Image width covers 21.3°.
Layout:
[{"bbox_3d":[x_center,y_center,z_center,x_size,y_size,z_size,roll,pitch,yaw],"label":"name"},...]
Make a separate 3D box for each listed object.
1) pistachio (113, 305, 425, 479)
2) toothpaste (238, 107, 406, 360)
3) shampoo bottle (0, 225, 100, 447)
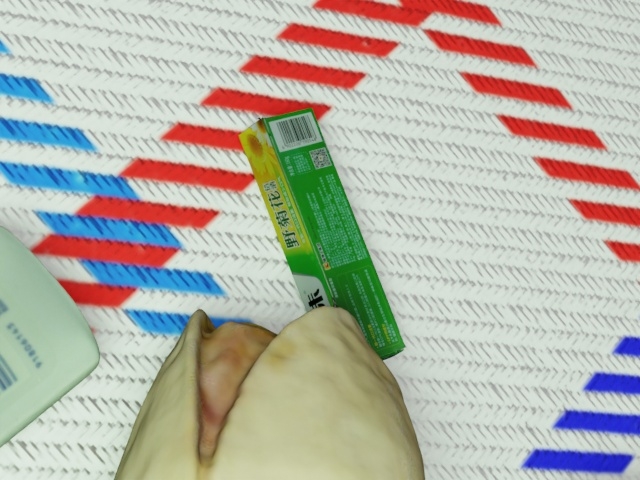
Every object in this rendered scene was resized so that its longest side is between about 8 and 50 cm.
[{"bbox_3d":[-0.037,0.157,0.955,0.188,0.187,0.299,26,40,-19],"label":"pistachio"},{"bbox_3d":[0.000,0.000,1.133,0.043,0.037,0.178,-16,82,-36],"label":"toothpaste"},{"bbox_3d":[-0.290,0.121,0.907,0.359,0.078,0.134,-39,90,-33],"label":"shampoo bottle"}]
